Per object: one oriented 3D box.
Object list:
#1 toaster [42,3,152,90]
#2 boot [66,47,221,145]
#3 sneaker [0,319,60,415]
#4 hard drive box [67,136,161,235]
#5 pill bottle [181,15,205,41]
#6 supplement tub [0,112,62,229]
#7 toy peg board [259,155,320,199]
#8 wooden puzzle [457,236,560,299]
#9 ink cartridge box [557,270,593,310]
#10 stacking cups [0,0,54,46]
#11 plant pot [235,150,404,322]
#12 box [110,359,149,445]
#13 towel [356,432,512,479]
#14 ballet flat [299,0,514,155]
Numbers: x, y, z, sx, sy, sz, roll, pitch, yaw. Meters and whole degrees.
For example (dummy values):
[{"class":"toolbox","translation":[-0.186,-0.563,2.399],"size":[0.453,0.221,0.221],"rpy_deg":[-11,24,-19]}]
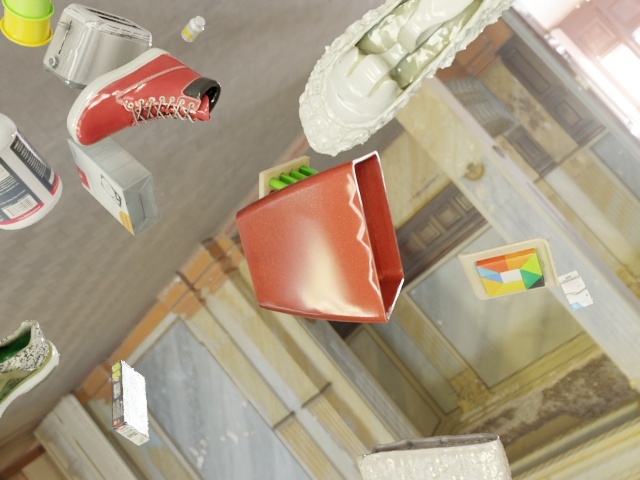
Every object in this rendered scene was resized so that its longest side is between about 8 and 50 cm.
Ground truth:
[{"class":"toaster","translation":[-0.450,-0.391,1.197],"size":[0.227,0.129,0.146],"rpy_deg":[-8,130,-58]},{"class":"boot","translation":[-0.293,-0.224,0.987],"size":[0.244,0.176,0.088],"rpy_deg":[-48,160,-27]},{"class":"sneaker","translation":[-0.809,0.336,1.362],"size":[0.410,0.158,0.182],"rpy_deg":[-57,163,-49]},{"class":"hard drive box","translation":[-0.522,-0.153,1.464],"size":[0.089,0.232,0.181],"rpy_deg":[-38,155,-29]},{"class":"pill bottle","translation":[-0.372,-0.622,1.685],"size":[0.083,0.043,0.043],"rpy_deg":[-24,-172,47]},{"class":"supplement tub","translation":[-0.757,-0.173,1.333],"size":[0.191,0.191,0.272],"rpy_deg":[-39,140,-14]},{"class":"toy peg board","translation":[-0.067,-0.105,1.414],"size":[0.161,0.079,0.161],"rpy_deg":[-28,134,-41]},{"class":"wooden puzzle","translation":[0.520,0.089,1.580],"size":[0.238,0.221,0.044],"rpy_deg":[-12,-133,24]},{"class":"ink cartridge box","translation":[0.594,0.116,1.340],"size":[0.048,0.083,0.028],"rpy_deg":[-26,168,17]},{"class":"stacking cups","translation":[-0.525,-0.507,1.038],"size":[0.096,0.096,0.316],"rpy_deg":[-35,167,-42]},{"class":"plant pot","translation":[0.000,0.000,1.052],"size":[0.235,0.267,0.267],"rpy_deg":[-11,-170,16]},{"class":"box","translation":[-0.516,0.436,1.550],"size":[0.036,0.207,0.114],"rpy_deg":[-28,133,3]},{"class":"towel","translation":[0.195,0.414,0.926],"size":[0.282,0.187,0.049],"rpy_deg":[-22,178,41]},{"class":"ballet flat","translation":[0.107,-0.272,0.784],"size":[0.409,0.147,0.147],"rpy_deg":[-42,173,23]}]
